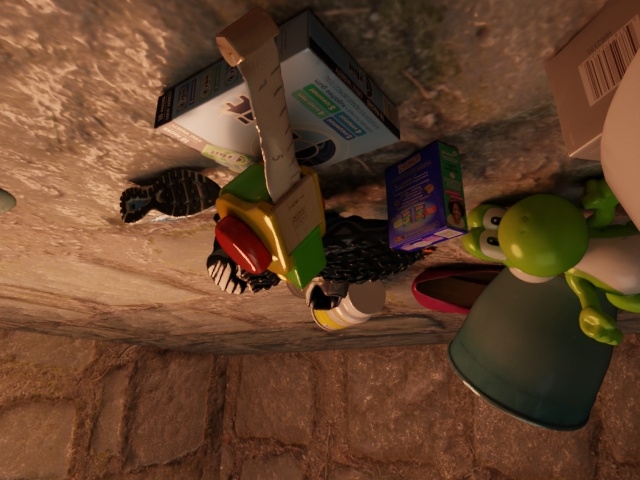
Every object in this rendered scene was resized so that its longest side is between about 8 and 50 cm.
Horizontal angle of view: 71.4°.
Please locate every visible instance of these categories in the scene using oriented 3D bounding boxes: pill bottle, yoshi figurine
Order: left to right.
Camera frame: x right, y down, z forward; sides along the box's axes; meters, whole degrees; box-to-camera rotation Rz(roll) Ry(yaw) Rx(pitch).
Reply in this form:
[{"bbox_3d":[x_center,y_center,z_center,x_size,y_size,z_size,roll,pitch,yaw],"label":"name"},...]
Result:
[{"bbox_3d":[0.066,0.149,1.087,0.119,0.119,0.208,8,159,-22],"label":"pill bottle"},{"bbox_3d":[0.393,0.020,0.623,0.361,0.204,0.203,11,140,5],"label":"yoshi figurine"}]

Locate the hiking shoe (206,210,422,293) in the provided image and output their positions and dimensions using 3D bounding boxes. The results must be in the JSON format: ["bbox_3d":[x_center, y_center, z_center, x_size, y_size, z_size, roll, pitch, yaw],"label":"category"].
[{"bbox_3d":[-0.007,-0.014,0.626,0.303,0.132,0.113,-4,143,-1],"label":"hiking shoe"}]

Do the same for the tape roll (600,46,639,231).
[{"bbox_3d":[0.316,-0.073,0.228,0.285,0.100,0.286,-3,142,-2],"label":"tape roll"}]

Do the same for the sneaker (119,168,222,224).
[{"bbox_3d":[-0.197,-0.058,0.615,0.162,0.064,0.073,-5,178,26],"label":"sneaker"}]

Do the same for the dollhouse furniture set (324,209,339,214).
[{"bbox_3d":[0.000,0.000,0.727,0.151,0.076,0.058,-9,158,21],"label":"dollhouse furniture set"}]

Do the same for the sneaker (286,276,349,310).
[{"bbox_3d":[-0.012,0.085,0.899,0.110,0.122,0.300,4,160,-11],"label":"sneaker"}]

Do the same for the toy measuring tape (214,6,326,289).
[{"bbox_3d":[-0.061,-0.060,0.424,0.121,0.122,0.330,-2,145,6],"label":"toy measuring tape"}]

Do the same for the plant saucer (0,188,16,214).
[{"bbox_3d":[-0.509,-0.058,0.640,0.119,0.021,0.119,0,160,0],"label":"plant saucer"}]

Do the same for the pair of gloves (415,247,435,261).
[{"bbox_3d":[0.183,0.027,0.903,0.083,0.010,0.074,1,159,-12],"label":"pair of gloves"}]

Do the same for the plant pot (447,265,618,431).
[{"bbox_3d":[0.412,0.157,0.836,0.271,0.256,0.272,14,-162,-5],"label":"plant pot"}]

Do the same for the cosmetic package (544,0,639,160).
[{"bbox_3d":[0.326,-0.122,0.348,0.237,0.107,0.127,2,159,-14],"label":"cosmetic package"}]

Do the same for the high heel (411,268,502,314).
[{"bbox_3d":[0.395,0.121,0.979,0.376,0.127,0.181,-5,171,24],"label":"high heel"}]

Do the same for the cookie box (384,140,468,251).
[{"bbox_3d":[0.125,-0.050,0.537,0.040,0.107,0.091,12,158,-33],"label":"cookie box"}]

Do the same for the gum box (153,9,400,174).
[{"bbox_3d":[-0.039,-0.120,0.438,0.184,0.041,0.157,-14,157,33],"label":"gum box"}]
